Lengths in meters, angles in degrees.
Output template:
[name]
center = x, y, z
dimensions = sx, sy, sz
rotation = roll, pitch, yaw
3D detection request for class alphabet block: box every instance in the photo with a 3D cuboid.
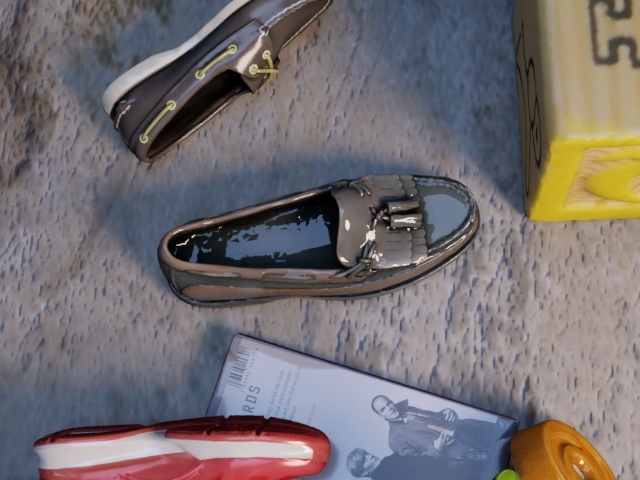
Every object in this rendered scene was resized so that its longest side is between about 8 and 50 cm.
[alphabet block]
center = 0.254, -0.135, 0.796
dimensions = 0.193, 0.192, 0.197
rotation = -3, 74, 7

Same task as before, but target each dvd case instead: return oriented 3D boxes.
[dvd case]
center = 0.016, 0.191, 0.807
dimensions = 0.238, 0.029, 0.179
rotation = 16, 76, 11

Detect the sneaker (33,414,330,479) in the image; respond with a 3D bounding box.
[sneaker]
center = -0.100, 0.201, 0.772
dimensions = 0.221, 0.087, 0.128
rotation = -3, 89, 7

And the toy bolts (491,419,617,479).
[toy bolts]
center = 0.156, 0.267, 0.731
dimensions = 0.228, 0.218, 0.158
rotation = 47, 115, 2

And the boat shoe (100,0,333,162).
[boat shoe]
center = -0.078, -0.152, 0.892
dimensions = 0.227, 0.081, 0.069
rotation = -34, 76, 3

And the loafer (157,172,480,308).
[loafer]
center = 0.000, 0.000, 0.834
dimensions = 0.267, 0.084, 0.096
rotation = -12, 73, 2
